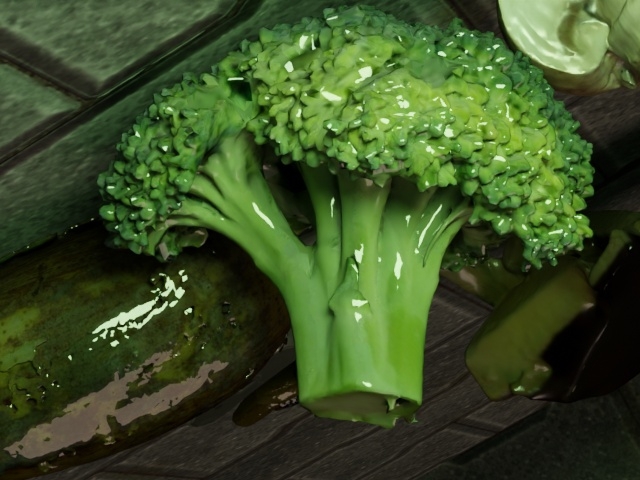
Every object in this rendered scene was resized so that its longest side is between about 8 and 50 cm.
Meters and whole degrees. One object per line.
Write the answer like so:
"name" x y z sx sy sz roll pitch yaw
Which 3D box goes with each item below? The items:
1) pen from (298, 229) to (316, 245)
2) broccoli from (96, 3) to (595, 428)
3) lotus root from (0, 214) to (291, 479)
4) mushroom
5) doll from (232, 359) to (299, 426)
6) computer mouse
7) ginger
"pen" 0.000 0.000 1.848 0.239 0.028 0.028 -23 163 -17
"broccoli" 0.019 -0.043 1.330 0.375 0.302 0.249 1 132 0
"lotus root" -0.185 0.087 1.508 0.397 0.196 0.179 -26 129 -9
"mushroom" 0.276 -0.194 1.413 0.253 0.195 0.189 -30 167 20
"doll" -0.017 0.186 2.269 0.209 0.097 0.137 -33 169 37
"computer mouse" -0.092 0.143 2.082 0.181 0.056 0.089 -37 164 2
"ginger" 0.347 0.002 2.174 0.413 0.211 0.358 -31 152 -19
